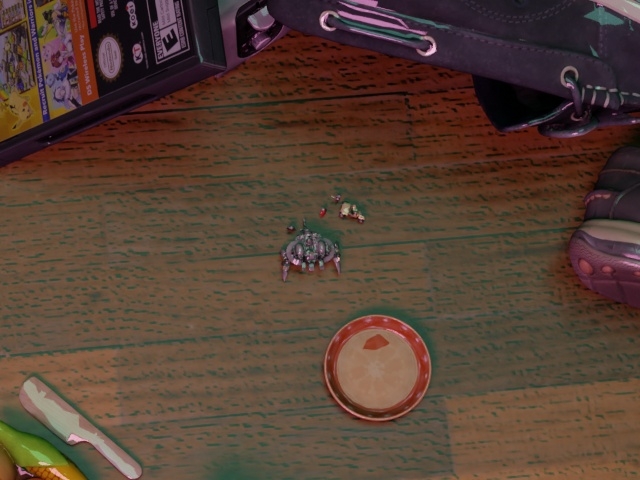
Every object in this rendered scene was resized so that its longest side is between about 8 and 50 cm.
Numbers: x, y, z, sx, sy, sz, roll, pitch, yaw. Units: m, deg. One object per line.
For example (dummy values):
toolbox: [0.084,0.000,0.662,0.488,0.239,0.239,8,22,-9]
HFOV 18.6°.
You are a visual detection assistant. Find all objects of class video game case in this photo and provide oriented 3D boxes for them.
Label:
video game case: [-0.189,-0.221,1.484,0.248,0.035,0.274,-19,74,36]

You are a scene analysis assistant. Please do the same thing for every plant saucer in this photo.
plant saucer: [0.044,0.099,1.510,0.084,0.013,0.083,1,74,-4]

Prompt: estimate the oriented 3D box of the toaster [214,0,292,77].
toaster: [-0.064,-0.252,1.546,0.168,0.110,0.185,-34,80,-13]

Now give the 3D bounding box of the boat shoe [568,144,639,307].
boat shoe: [0.374,0.005,1.502,0.355,0.132,0.130,14,75,-2]

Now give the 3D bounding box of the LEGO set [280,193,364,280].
LEGO set: [-0.001,-0.002,1.528,0.054,0.023,0.083,24,75,2]

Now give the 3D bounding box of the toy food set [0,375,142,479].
toy food set: [-0.232,0.204,1.446,0.132,0.038,0.192,37,75,6]

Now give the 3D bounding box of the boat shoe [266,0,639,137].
boat shoe: [0.184,-0.155,1.492,0.500,0.187,0.156,19,107,-19]
